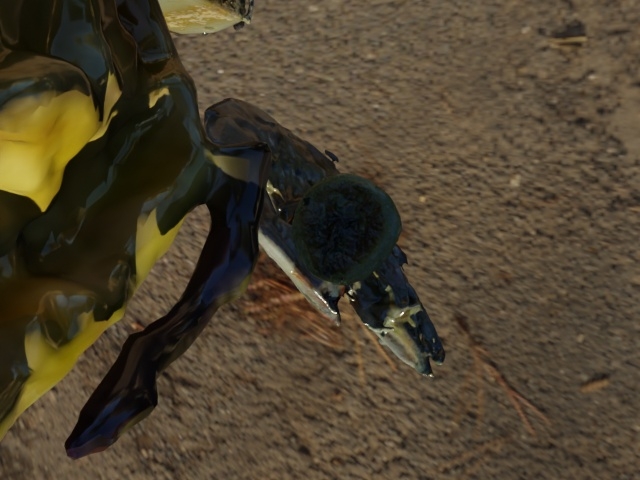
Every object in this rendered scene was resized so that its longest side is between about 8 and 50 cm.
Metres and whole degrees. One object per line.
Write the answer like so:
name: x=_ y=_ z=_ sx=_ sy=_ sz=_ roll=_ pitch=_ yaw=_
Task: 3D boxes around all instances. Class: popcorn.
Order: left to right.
popcorn: x=-0.205 y=-0.016 z=0.521 sx=0.381 sy=0.349 sz=0.349 roll=4 pitch=96 yaw=-16

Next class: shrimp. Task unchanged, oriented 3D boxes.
shrimp: x=0.000 y=0.000 z=1.257 sx=0.085 sy=0.247 sz=0.360 roll=-39 pitch=86 yaw=20

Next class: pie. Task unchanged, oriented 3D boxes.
pie: x=0.017 y=-0.009 z=0.907 sx=0.084 sy=0.021 sz=0.084 roll=-1 pitch=81 yaw=8

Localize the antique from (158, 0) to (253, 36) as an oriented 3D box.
antique: x=-0.190 y=-0.320 z=1.428 sx=0.284 sy=0.125 sz=0.150 roll=25 pitch=68 yaw=-53
